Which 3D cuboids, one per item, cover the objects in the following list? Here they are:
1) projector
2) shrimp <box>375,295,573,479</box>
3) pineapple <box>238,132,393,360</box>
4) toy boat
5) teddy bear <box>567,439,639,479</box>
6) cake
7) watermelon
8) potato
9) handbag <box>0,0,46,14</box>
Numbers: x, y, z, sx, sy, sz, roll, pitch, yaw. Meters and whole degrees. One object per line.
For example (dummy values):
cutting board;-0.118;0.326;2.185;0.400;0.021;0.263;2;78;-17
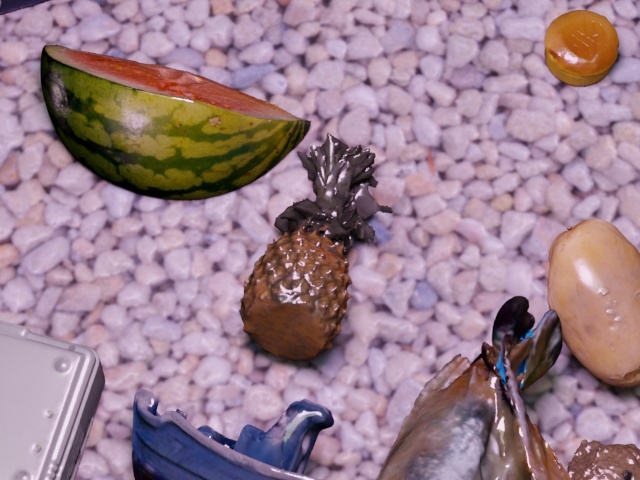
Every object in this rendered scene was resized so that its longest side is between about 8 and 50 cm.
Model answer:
projector;-0.363;0.168;1.943;0.257;0.099;0.192;14;65;6
shrimp;0.159;0.227;1.808;0.221;0.110;0.445;11;49;11
pineapple;0.000;0.000;2.027;0.125;0.125;0.251;14;56;6
toy boat;-0.055;0.216;1.902;0.309;0.129;0.142;21;81;21
teddy bear;0.279;0.314;1.874;0.129;0.182;0.251;-25;44;31
cake;0.288;-0.213;2.149;0.084;0.044;0.084;1;65;-2
watermelon;-0.179;-0.112;2.086;0.303;0.159;0.128;16;105;8
potato;0.293;0.066;1.990;0.109;0.118;0.178;-31;81;24
handbag;-0.337;-0.360;2.057;0.303;0.329;0.122;-19;71;-8
